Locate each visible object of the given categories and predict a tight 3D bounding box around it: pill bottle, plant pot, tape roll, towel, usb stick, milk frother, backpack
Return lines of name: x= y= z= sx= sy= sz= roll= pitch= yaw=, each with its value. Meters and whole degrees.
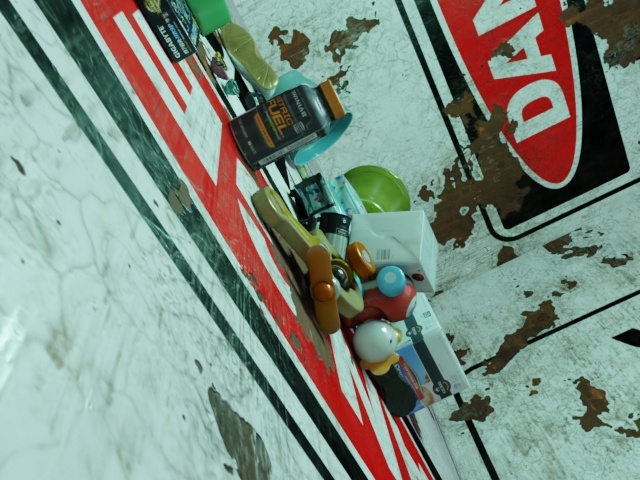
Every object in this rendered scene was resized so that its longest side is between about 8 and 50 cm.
pill bottle: x=-0.068 y=-0.267 z=1.458 sx=0.130 sy=0.245 sz=0.130 roll=62 pitch=6 yaw=-11
plant pot: x=0.191 y=-0.106 z=2.760 sx=0.367 sy=0.366 sz=0.353 roll=63 pitch=17 yaw=-11
tape roll: x=-0.305 y=-0.601 z=1.397 sx=0.321 sy=0.077 sz=0.321 roll=59 pitch=-2 yaw=4
towel: x=-0.078 y=-0.289 z=2.547 sx=0.148 sy=0.027 sz=0.110 roll=-71 pitch=136 yaw=-83
usb stick: x=-0.194 y=-0.413 z=1.976 sx=0.278 sy=0.045 sz=0.077 roll=-87 pitch=157 yaw=-78
plant pot: x=-0.068 y=-0.450 z=2.313 sx=0.255 sy=0.271 sz=0.271 roll=49 pitch=3 yaw=10
milk frother: x=0.000 y=0.000 z=1.700 sx=0.143 sy=0.129 sz=0.135 roll=155 pitch=-53 yaw=-68
backpack: x=0.043 y=-0.051 z=1.879 sx=0.225 sy=0.191 sz=0.254 roll=54 pitch=17 yaw=-64

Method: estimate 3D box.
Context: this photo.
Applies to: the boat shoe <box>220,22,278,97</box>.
boat shoe: x=-0.240 y=-0.577 z=2.111 sx=0.277 sy=0.098 sz=0.096 roll=57 pitch=-21 yaw=11

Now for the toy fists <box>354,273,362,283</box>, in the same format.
toy fists: x=0.114 y=0.101 z=1.980 sx=0.096 sy=0.142 sz=0.279 roll=60 pitch=7 yaw=-34

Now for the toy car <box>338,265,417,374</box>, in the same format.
toy car: x=0.155 y=0.223 z=1.648 sx=0.219 sy=0.210 sz=0.238 roll=60 pitch=18 yaw=-62

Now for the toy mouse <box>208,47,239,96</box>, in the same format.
toy mouse: x=-0.238 y=-0.404 z=1.608 sx=0.143 sy=0.031 sz=0.161 roll=66 pitch=6 yaw=19

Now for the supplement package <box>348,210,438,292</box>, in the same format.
supplement package: x=0.197 y=0.035 z=1.734 sx=0.203 sy=0.194 sz=0.149 roll=52 pitch=41 yaw=-56

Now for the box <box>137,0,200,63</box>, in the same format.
box: x=-0.290 y=-0.440 z=1.211 sx=0.175 sy=0.051 sz=0.220 roll=60 pitch=7 yaw=-29

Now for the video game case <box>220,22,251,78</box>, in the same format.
video game case: x=-0.286 y=-0.676 z=2.341 sx=0.248 sy=0.035 sz=0.275 roll=64 pitch=6 yaw=3

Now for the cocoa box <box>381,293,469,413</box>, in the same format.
cocoa box: x=0.297 y=0.348 z=2.104 sx=0.231 sy=0.228 sz=0.347 roll=61 pitch=6 yaw=-18

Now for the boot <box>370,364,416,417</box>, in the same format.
boot: x=0.178 y=0.357 z=1.788 sx=0.247 sy=0.083 sz=0.161 roll=62 pitch=0 yaw=-30

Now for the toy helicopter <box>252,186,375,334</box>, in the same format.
toy helicopter: x=-0.022 y=0.035 z=1.347 sx=0.355 sy=0.140 sz=0.235 roll=48 pitch=22 yaw=-28
